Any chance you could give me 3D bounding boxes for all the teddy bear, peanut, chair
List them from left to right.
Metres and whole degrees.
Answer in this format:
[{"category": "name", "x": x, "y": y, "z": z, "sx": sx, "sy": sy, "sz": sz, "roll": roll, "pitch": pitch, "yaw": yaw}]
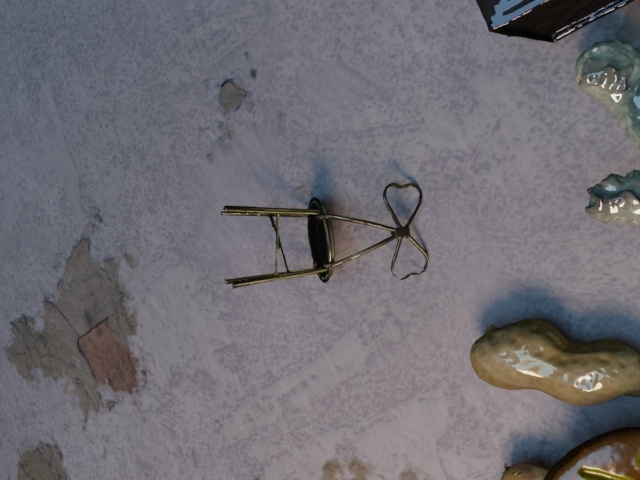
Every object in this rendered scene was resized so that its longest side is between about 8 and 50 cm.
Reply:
[{"category": "chair", "x": 0.000, "y": 0.000, "z": 1.428, "sx": 0.326, "sy": 0.170, "sz": 0.159, "roll": -7, "pitch": 90, "yaw": -11}, {"category": "peanut", "x": 0.349, "y": 0.183, "z": 1.256, "sx": 0.263, "sy": 0.101, "sz": 0.117, "roll": 12, "pitch": 123, "yaw": 30}, {"category": "teddy bear", "x": 0.446, "y": -0.127, "z": 0.995, "sx": 0.327, "sy": 0.362, "sz": 0.375, "roll": -35, "pitch": 81, "yaw": 30}]

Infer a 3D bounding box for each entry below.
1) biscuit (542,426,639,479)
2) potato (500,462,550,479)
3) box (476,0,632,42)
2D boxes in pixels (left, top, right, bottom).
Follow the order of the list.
[{"category": "biscuit", "x": 0.461, "y": 0.456, "z": 1.170, "sx": 0.394, "sy": 0.070, "sz": 0.350, "roll": 45, "pitch": 105, "yaw": -1}, {"category": "potato", "x": 0.344, "y": 0.455, "z": 1.286, "sx": 0.161, "sy": 0.128, "sz": 0.234, "roll": -12, "pitch": 96, "yaw": 38}, {"category": "box", "x": 0.356, "y": -0.420, "z": 1.067, "sx": 0.345, "sy": 0.251, "sz": 0.204, "roll": -25, "pitch": 84, "yaw": 32}]
